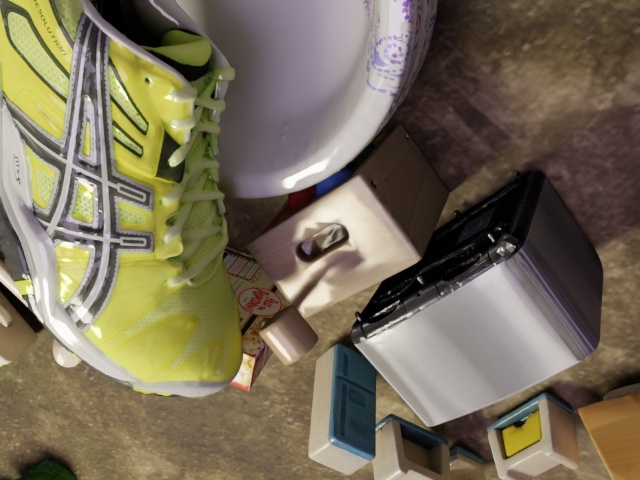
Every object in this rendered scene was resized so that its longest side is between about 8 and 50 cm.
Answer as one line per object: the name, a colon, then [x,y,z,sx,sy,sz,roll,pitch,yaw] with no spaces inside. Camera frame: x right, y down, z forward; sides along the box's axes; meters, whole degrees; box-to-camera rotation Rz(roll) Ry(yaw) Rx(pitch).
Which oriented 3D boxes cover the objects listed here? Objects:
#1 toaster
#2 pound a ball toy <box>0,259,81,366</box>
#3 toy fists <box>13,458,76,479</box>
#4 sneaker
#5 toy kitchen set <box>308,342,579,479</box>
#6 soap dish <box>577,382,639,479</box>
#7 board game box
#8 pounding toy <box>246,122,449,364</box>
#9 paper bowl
toaster: [0.127,0.045,0.539,0.168,0.186,0.110,-37,95,32]
pound a ball toy: [-0.446,0.054,0.825,0.208,0.136,0.319,-35,102,7]
toy fists: [-0.500,0.436,1.027,0.279,0.142,0.096,-34,101,32]
sneaker: [-0.125,-0.055,0.434,0.147,0.145,0.385,-8,116,26]
toy kitchen set: [0.121,0.169,0.672,0.207,0.122,0.166,30,126,-21]
soap dish: [0.394,0.245,0.582,0.228,0.118,0.291,-23,108,30]
board game box: [-0.126,0.055,0.667,0.193,0.147,0.045,20,122,11]
pounding toy: [-0.009,0.007,0.557,0.181,0.206,0.094,-30,103,32]
paper bowl: [-0.053,-0.186,0.505,0.284,0.148,0.284,9,120,16]
